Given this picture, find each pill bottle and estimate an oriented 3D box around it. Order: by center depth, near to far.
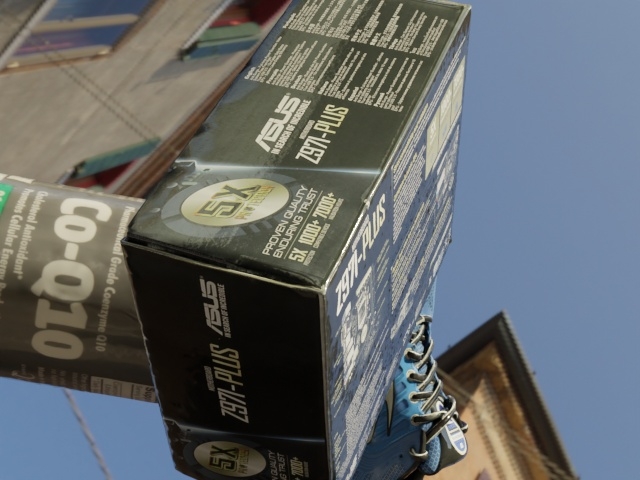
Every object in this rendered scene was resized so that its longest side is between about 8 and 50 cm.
[{"bbox_3d":[-0.199,0.056,1.047,0.361,0.204,0.204,10,-71,-7],"label":"pill bottle"}]

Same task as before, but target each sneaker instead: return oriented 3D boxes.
[{"bbox_3d":[0.080,0.138,0.953,0.147,0.129,0.330,19,-71,33],"label":"sneaker"}]

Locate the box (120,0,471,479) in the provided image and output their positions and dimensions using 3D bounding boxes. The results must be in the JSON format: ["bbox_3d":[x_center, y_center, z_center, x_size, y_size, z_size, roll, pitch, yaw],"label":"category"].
[{"bbox_3d":[0.000,0.000,0.445,0.077,0.180,0.147,15,-42,16],"label":"box"}]
